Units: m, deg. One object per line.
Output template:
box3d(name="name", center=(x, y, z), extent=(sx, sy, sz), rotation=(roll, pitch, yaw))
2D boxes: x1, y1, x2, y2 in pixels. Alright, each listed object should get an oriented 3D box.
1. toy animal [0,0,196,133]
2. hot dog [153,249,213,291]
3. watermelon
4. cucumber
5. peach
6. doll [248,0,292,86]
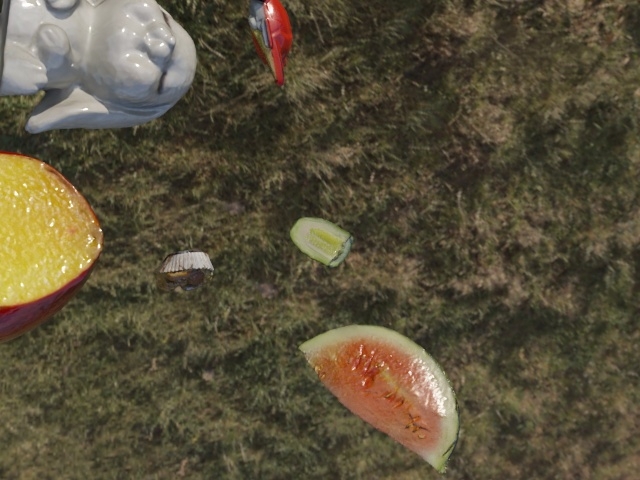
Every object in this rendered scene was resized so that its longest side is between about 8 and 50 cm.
box3d(name="toy animal", center=(-0.306, -0.274, 1.005), extent=(0.265, 0.206, 0.271), rotation=(5, 84, -32))
box3d(name="hot dog", center=(-0.286, 0.066, 1.519), extent=(0.131, 0.253, 0.069), rotation=(-9, 83, -15))
box3d(name="watermelon", center=(0.086, 0.183, 0.913), extent=(0.119, 0.245, 0.063), rotation=(-40, 155, -25))
box3d(name="cucumber", center=(0.000, 0.000, 1.151), extent=(0.067, 0.107, 0.035), rotation=(-56, 144, -2))
box3d(name="peach", center=(-0.312, 0.007, 0.679), extent=(0.193, 0.190, 0.190), rotation=(-20, 130, 11))
box3d(name="doll", center=(-0.071, -0.311, 1.005), extent=(0.057, 0.109, 0.169), rotation=(-6, 119, 3))
